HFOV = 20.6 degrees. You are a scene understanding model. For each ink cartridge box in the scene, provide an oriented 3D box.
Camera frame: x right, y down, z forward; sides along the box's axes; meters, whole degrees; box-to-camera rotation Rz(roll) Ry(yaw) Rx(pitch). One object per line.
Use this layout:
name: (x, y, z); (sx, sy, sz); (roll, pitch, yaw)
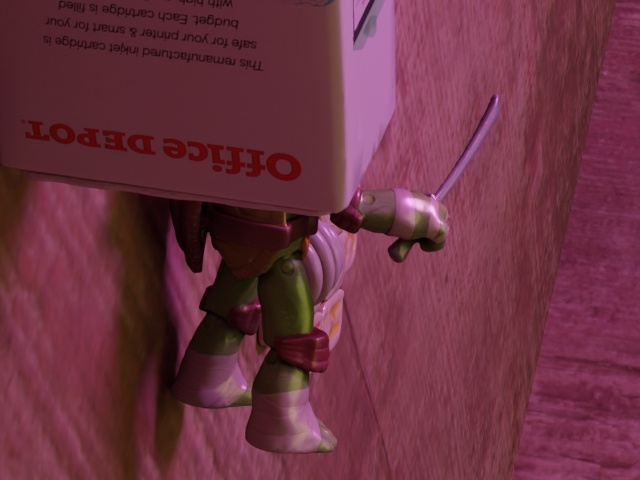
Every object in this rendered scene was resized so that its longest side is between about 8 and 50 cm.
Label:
ink cartridge box: (-0.071, -0.167, 0.905); (0.117, 0.201, 0.278); (-62, 155, -51)

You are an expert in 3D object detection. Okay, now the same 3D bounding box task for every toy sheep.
toy sheep: (-0.023, 0.013, 1.400); (0.132, 0.091, 0.091); (-32, 131, -46)

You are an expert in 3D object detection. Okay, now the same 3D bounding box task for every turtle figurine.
turtle figurine: (0.000, 0.000, 1.260); (0.274, 0.197, 0.266); (-37, 140, -71)

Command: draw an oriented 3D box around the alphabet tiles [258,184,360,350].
alphabet tiles: (0.000, -0.022, 1.587); (0.278, 0.021, 0.284); (-41, 137, -68)
